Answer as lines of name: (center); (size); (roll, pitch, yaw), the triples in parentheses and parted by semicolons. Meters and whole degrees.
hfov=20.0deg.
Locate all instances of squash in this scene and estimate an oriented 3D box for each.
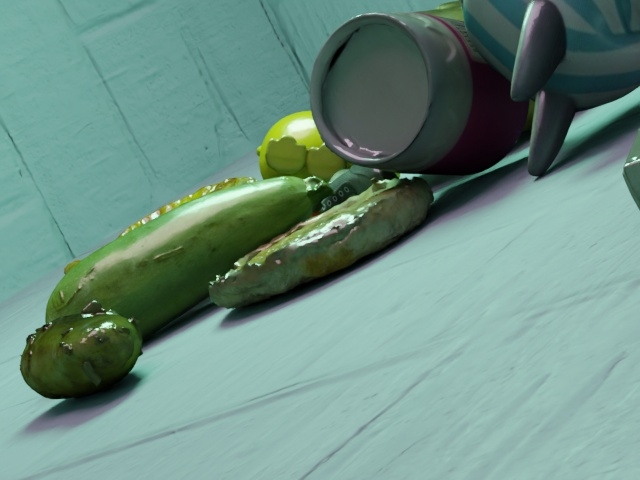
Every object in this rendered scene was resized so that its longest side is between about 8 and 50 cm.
squash: (-0.157, 0.015, 2.109); (0.370, 0.118, 0.118); (-32, 7, -1)

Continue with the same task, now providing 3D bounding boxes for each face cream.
face cream: (0.108, -0.159, 1.978); (0.175, 0.175, 0.195); (-22, -14, 36)

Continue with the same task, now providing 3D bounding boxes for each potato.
potato: (-0.248, 0.117, 1.897); (0.117, 0.090, 0.225); (-31, 6, -24)

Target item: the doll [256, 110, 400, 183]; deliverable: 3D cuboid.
doll: (0.013, -0.100, 2.428); (0.199, 0.145, 0.363); (14, 4, 8)

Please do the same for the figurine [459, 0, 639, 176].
figurine: (0.291, -0.211, 1.911); (0.378, 0.361, 0.266); (-68, 11, -19)

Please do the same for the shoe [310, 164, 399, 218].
shoe: (0.040, -0.049, 2.142); (0.077, 0.074, 0.194); (-39, 6, -16)

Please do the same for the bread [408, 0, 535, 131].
bread: (0.162, -0.209, 2.226); (0.333, 0.160, 0.333); (-13, 16, 4)

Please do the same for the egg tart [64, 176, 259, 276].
egg tart: (-0.188, 0.019, 2.309); (0.294, 0.116, 0.295); (-29, 7, 4)

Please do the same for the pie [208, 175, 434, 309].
pie: (0.000, 0.000, 1.958); (0.274, 0.055, 0.274); (-27, 7, 3)

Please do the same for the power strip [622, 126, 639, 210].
power strip: (0.290, -0.077, 1.431); (0.078, 0.052, 0.272); (-25, 8, 19)
